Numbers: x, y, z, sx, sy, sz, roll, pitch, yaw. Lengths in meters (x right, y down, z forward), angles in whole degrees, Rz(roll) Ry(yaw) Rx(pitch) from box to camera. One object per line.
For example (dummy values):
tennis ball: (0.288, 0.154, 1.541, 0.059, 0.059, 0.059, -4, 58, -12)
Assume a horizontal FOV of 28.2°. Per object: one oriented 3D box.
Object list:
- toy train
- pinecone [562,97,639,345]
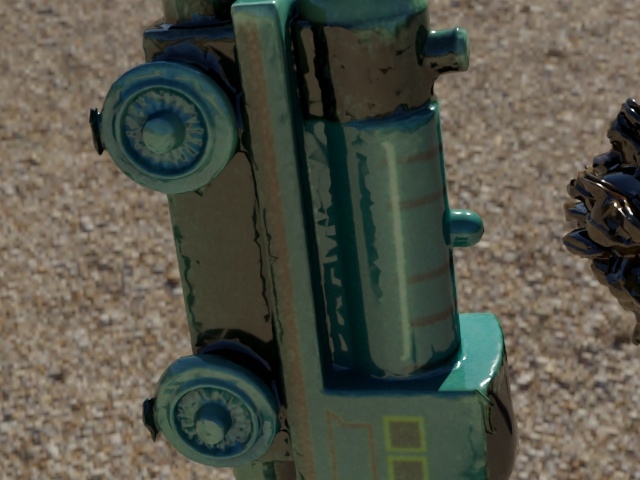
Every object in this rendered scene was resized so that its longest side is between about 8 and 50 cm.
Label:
toy train: (0.000, 0.000, 0.669, 0.194, 0.298, 0.120, -1, 23, 14)
pinecone: (0.319, -0.029, 1.035, 0.243, 0.257, 0.243, 6, 1, 0)
